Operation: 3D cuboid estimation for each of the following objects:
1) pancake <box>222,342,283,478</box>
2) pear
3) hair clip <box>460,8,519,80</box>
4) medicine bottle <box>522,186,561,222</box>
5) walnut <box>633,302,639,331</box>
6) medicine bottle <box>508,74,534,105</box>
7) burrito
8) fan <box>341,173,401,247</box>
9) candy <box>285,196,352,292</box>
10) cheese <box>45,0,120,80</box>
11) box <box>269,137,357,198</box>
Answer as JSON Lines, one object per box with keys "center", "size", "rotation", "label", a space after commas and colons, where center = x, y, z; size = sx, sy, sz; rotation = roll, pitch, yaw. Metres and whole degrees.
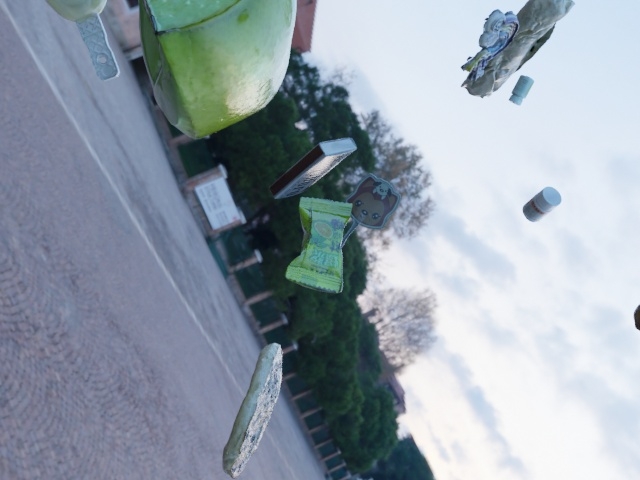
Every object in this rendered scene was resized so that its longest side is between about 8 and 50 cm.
{"center": [-0.159, 0.416, 1.533], "size": [0.065, 0.356, 0.356], "rotation": [20, -19, 10], "label": "pancake"}
{"center": [-0.151, -0.305, 0.926], "size": [0.318, 0.238, 0.343], "rotation": [85, -17, -56], "label": "pear"}
{"center": [0.329, -0.386, 1.212], "size": [0.049, 0.116, 0.172], "rotation": [46, -32, 11], "label": "hair clip"}
{"center": [0.549, -0.089, 1.550], "size": [0.057, 0.057, 0.089], "rotation": [64, -28, 17], "label": "medicine bottle"}
{"center": [0.821, 0.152, 1.430], "size": [0.116, 0.207, 0.116], "rotation": [49, 21, -26], "label": "walnut"}
{"center": [0.602, -0.450, 1.870], "size": [0.047, 0.083, 0.047], "rotation": [24, 13, -6], "label": "medicine bottle"}
{"center": [0.493, -0.491, 1.589], "size": [0.392, 0.117, 0.076], "rotation": [127, -21, -61], "label": "burrito"}
{"center": [0.112, -0.068, 1.654], "size": [0.132, 0.220, 0.009], "rotation": [39, 2, 11], "label": "fan"}
{"center": [0.000, 0.000, 1.549], "size": [0.069, 0.148, 0.247], "rotation": [127, -26, -58], "label": "candy"}
{"center": [-0.384, -0.382, 1.006], "size": [0.054, 0.127, 0.252], "rotation": [-114, -176, -84], "label": "cheese"}
{"center": [-0.016, -0.152, 1.315], "size": [0.177, 0.115, 0.036], "rotation": [-36, -99, 41], "label": "box"}
